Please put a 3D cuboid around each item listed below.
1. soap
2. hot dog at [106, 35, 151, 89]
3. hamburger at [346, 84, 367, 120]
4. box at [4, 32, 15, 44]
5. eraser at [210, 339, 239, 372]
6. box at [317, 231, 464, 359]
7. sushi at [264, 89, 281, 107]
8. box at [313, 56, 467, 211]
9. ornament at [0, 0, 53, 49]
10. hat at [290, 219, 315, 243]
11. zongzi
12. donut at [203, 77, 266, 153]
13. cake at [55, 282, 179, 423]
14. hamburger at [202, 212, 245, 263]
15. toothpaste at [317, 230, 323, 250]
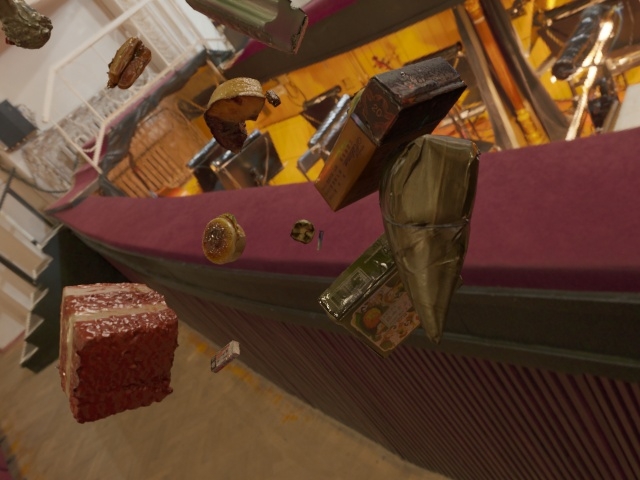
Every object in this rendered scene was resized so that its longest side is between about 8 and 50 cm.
[{"bbox_3d":[-0.279,-0.888,1.765,0.261,0.447,0.156,-84,17,-80],"label":"soap"},{"bbox_3d":[-0.699,-0.640,1.661,0.072,0.109,0.269,-8,50,32],"label":"hot dog"},{"bbox_3d":[0.241,-0.552,1.967,0.237,0.237,0.149,-39,38,-1],"label":"hamburger"},{"bbox_3d":[-0.984,-0.662,1.485,0.023,0.051,0.082,12,24,6],"label":"box"},{"bbox_3d":[-0.315,0.382,1.501,0.122,0.029,0.052,-41,40,21],"label":"eraser"},{"bbox_3d":[0.250,0.168,1.546,0.420,0.373,0.138,-43,45,0],"label":"box"},{"bbox_3d":[-0.225,-0.666,2.145,0.055,0.052,0.120,-24,64,-23],"label":"sushi"},{"bbox_3d":[0.167,-0.267,1.201,0.265,0.115,0.415,-26,-16,-33],"label":"box"},{"bbox_3d":[-0.871,-0.647,1.250,0.121,0.285,0.130,19,76,24],"label":"ornament"},{"bbox_3d":[-0.055,-0.033,1.541,0.059,0.077,0.076,-66,-2,-68],"label":"hat"},{"bbox_3d":[0.212,-0.011,0.999,0.174,0.392,0.356,1,4,-1],"label":"zongzi"},{"bbox_3d":[-0.277,-0.393,1.392,0.295,0.151,0.112,134,142,-55],"label":"donut"},{"bbox_3d":[-0.569,0.280,1.273,0.320,0.270,0.269,33,117,45],"label":"cake"},{"bbox_3d":[-0.264,-0.005,1.239,0.126,0.081,0.141,44,104,27],"label":"hamburger"},{"bbox_3d":[0.000,0.000,1.910,0.015,0.024,0.083,9,93,52],"label":"toothpaste"}]
